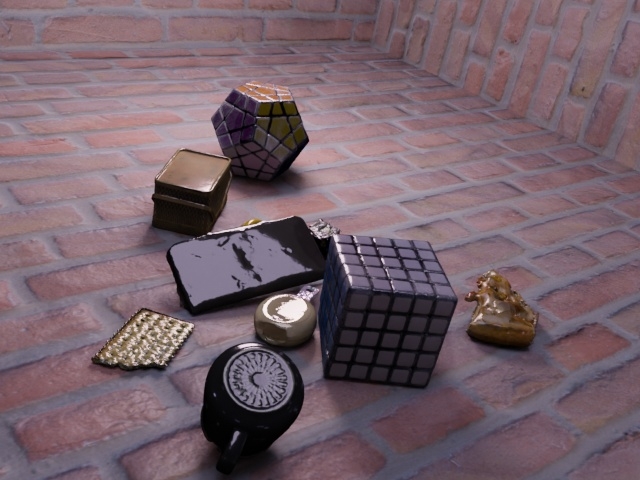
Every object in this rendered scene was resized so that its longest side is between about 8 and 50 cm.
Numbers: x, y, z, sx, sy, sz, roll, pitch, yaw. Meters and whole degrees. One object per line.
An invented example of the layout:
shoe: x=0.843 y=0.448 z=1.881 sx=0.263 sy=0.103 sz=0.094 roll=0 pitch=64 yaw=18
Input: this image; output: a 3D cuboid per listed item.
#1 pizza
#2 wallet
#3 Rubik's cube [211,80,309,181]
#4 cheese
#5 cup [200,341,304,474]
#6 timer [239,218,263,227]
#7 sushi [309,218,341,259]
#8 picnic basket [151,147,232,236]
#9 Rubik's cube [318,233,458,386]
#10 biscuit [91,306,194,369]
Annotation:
pizza: x=0.455 y=0.161 z=1.813 sx=0.189 sy=0.071 sz=0.297 roll=15 pitch=28 yaw=8
wallet: x=-0.171 y=0.050 z=1.719 sx=0.377 sy=0.051 sz=0.197 roll=-14 pitch=61 yaw=-28
Rubik's cube: x=-0.187 y=-0.344 z=2.275 sx=0.264 sy=0.319 sz=0.319 roll=43 pitch=34 yaw=3
cheese: x=-0.061 y=0.158 z=1.636 sx=0.137 sy=0.064 sz=0.227 roll=21 pitch=29 yaw=14
cup: x=-0.132 y=0.297 z=1.237 sx=0.169 sy=0.177 sz=0.223 roll=25 pitch=50 yaw=-3
timer: x=-0.156 y=-0.003 z=1.838 sx=0.109 sy=0.107 sz=0.107 roll=-20 pitch=9 yaw=36
sushi: x=0.001 y=0.001 z=1.919 sx=0.094 sy=0.084 sz=0.098 roll=-19 pitch=36 yaw=-37
picnic basket: x=-0.347 y=-0.133 z=1.970 sx=0.165 sy=0.139 sz=0.267 roll=12 pitch=29 yaw=1
Rubik's cube: x=0.129 y=0.143 z=1.550 sx=0.238 sy=0.237 sz=0.237 roll=5 pitch=30 yaw=-10
biscuit: x=-0.354 y=0.207 z=1.485 sx=0.144 sy=0.016 sz=0.203 roll=16 pitch=28 yaw=8
